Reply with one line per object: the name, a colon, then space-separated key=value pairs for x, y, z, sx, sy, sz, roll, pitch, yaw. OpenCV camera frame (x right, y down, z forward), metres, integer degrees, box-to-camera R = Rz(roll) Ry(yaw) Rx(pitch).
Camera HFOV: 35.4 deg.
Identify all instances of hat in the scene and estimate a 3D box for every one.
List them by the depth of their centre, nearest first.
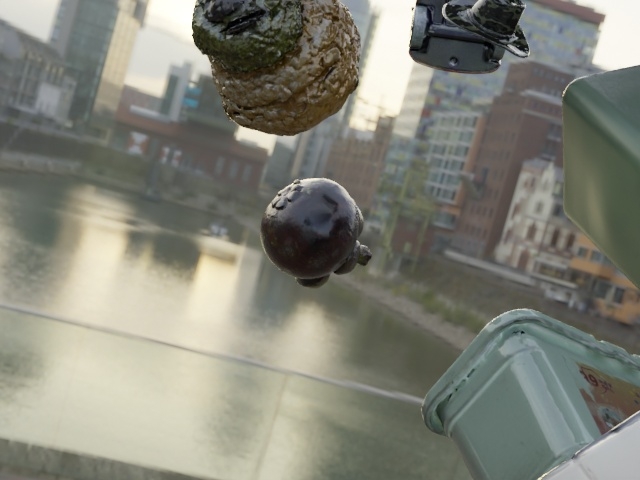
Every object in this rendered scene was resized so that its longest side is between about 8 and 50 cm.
hat: x=0.195 y=-0.252 z=1.113 sx=0.121 sy=0.050 sz=0.121 roll=19 pitch=37 yaw=-15

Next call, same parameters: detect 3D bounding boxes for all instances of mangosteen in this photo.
mangosteen: x=-0.010 y=-0.005 z=1.566 sx=0.172 sy=0.184 sz=0.172 roll=-11 pitch=30 yaw=6

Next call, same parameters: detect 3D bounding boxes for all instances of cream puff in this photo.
cream puff: x=-0.060 y=-0.221 z=1.073 sx=0.183 sy=0.183 sz=0.169 roll=17 pitch=-14 yaw=30

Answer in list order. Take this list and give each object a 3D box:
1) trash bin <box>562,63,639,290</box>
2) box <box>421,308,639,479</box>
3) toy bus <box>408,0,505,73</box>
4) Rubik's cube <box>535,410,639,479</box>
trash bin: x=0.434 y=-0.049 z=1.240 sx=0.158 sy=0.223 sz=0.343 roll=-11 pitch=32 yaw=-4
box: x=0.281 y=0.223 z=1.022 sx=0.311 sy=0.175 sz=0.182 roll=22 pitch=29 yaw=-30
toy bus: x=0.213 y=-0.409 z=1.435 sx=0.142 sy=0.329 sz=0.153 roll=8 pitch=13 yaw=1
Rubik's cube: x=0.247 y=0.348 z=0.731 sx=0.292 sy=0.291 sz=0.290 roll=56 pitch=-2 yaw=44
